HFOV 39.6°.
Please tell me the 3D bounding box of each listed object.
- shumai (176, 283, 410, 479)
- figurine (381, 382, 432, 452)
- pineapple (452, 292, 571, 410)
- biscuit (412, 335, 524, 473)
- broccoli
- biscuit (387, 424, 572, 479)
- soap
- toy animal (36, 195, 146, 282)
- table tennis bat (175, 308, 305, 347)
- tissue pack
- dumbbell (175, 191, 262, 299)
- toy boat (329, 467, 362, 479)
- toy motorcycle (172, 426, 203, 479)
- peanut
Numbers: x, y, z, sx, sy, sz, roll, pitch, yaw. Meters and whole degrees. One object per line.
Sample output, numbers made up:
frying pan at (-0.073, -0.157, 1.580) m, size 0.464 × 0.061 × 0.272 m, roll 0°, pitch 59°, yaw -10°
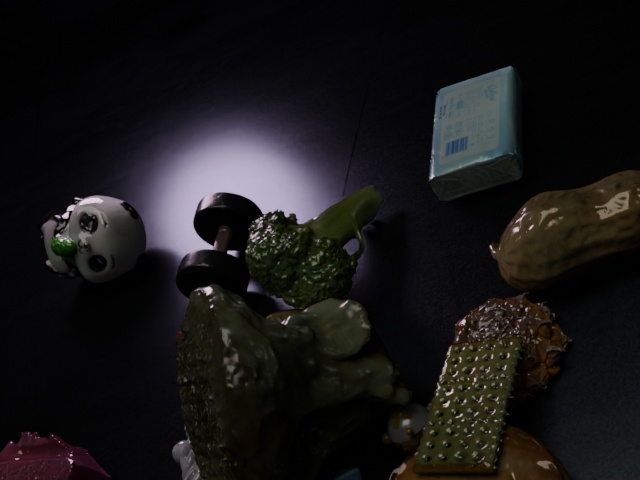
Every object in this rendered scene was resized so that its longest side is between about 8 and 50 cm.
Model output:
shumai at (-0.040, 0.244, 1.372) m, size 0.323 × 0.398 × 0.324 m, roll -11°, pitch 5°, yaw -23°
figurine at (0.140, 0.277, 1.424) m, size 0.101 × 0.068 × 0.143 m, roll -24°, pitch 28°, yaw 27°
pineapple at (0.285, 0.166, 1.403) m, size 0.224 × 0.076 × 0.225 m, roll -24°, pitch 42°, yaw 23°
biscuit at (0.218, 0.236, 1.295) m, size 0.139 × 0.016 × 0.231 m, roll -13°, pitch 39°, yaw 39°
broccoli at (-0.027, 0.023, 1.745) m, size 0.254 × 0.186 × 0.302 m, roll 1°, pitch 20°, yaw 19°
biscuit at (0.214, 0.393, 1.216) m, size 0.296 × 0.102 × 0.296 m, roll -26°, pitch 39°, yaw 23°
soap at (-0.558, 0.495, 1.741) m, size 0.324 × 0.127 × 0.220 m, roll -10°, pitch 46°, yaw 34°
toy animal at (-0.558, -0.002, 2.165) m, size 0.266 × 0.212 × 0.213 m, roll -2°, pitch 52°, yaw 47°
table tennis bat at (-0.138, 0.211, 1.684) m, size 0.414 × 0.051 × 0.268 m, roll 4°, pitch 34°, yaw 48°
tissue pack at (0.309, -0.210, 1.738) m, size 0.177 × 0.089 × 0.263 m, roll -15°, pitch 42°, yaw 27°
dumbbell at (-0.212, 0.020, 1.894) m, size 0.152 × 0.152 × 0.218 m, roll -15°, pitch 44°, yaw 29°
toy boat at (0.005, 0.454, 1.341) m, size 0.238 × 0.109 × 0.098 m, roll -60°, pitch 16°, yaw -16°
toy motorcycle at (-0.197, 0.375, 1.579) m, size 0.171 × 0.110 × 0.260 m, roll -15°, pitch 44°, yaw 37°
peanut at (0.408, -0.019, 1.416) m, size 0.291 × 0.159 × 0.143 m, roll -24°, pitch 67°, yaw 20°
